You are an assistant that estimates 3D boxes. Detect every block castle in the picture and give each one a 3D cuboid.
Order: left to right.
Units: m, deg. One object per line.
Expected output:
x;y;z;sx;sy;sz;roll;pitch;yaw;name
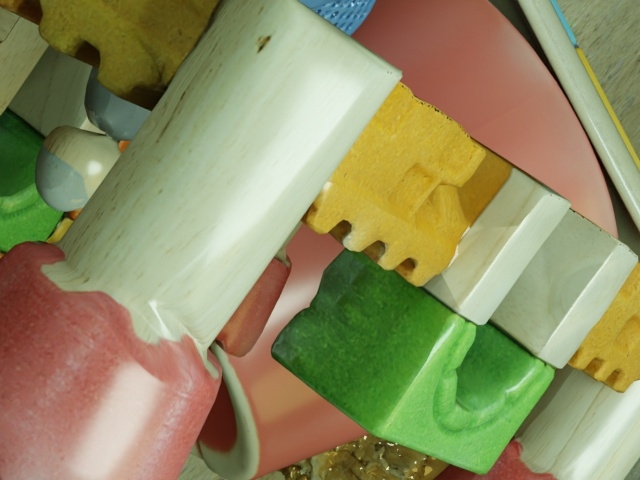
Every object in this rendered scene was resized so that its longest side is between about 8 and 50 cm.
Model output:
-0.055;0.007;0.777;0.213;0.303;0.453;-55;151;4;block castle

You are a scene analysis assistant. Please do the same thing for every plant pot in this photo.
0.000;0.000;1.179;0.243;0.275;0.275;-31;160;-21;plant pot

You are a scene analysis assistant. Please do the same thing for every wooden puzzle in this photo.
0.126;-0.076;1.219;0.044;0.221;0.238;-30;-174;-17;wooden puzzle

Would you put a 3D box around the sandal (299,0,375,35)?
0.030;-0.184;0.975;0.126;0.138;0.317;-43;167;-25;sandal

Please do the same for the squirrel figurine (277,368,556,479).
0.077;0.121;1.792;0.370;0.281;0.397;-43;154;23;squirrel figurine
